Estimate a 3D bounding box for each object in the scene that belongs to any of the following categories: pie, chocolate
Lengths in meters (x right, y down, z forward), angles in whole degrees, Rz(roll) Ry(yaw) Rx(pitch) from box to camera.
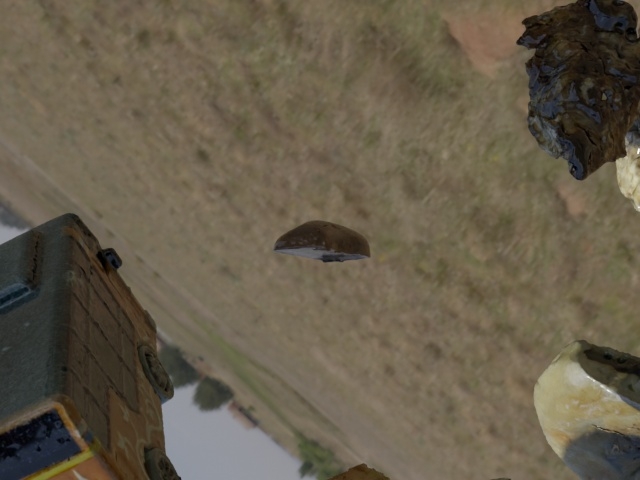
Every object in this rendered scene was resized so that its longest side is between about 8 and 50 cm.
[{"bbox_3d":[0.255,0.157,0.710,0.218,0.052,0.185,20,148,23],"label":"pie"},{"bbox_3d":[0.000,0.000,0.851,0.064,0.031,0.100,-6,171,30],"label":"chocolate"}]

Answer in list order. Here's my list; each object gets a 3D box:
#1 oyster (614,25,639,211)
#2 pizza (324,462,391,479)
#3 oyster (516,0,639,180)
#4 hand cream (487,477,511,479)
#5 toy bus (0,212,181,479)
[{"bbox_3d":[0.401,-0.133,1.089,0.275,0.271,0.100,65,152,29],"label":"oyster"},{"bbox_3d":[0.014,0.363,0.452,0.406,0.440,0.130,44,147,-6],"label":"pizza"},{"bbox_3d":[0.155,-0.088,0.558,0.029,0.086,0.132,95,165,-58],"label":"oyster"},{"bbox_3d":[0.270,0.487,1.318,0.121,0.076,0.336,103,154,-82],"label":"hand cream"},{"bbox_3d":[-0.232,0.133,0.852,0.194,0.162,0.323,61,-177,-31],"label":"toy bus"}]
